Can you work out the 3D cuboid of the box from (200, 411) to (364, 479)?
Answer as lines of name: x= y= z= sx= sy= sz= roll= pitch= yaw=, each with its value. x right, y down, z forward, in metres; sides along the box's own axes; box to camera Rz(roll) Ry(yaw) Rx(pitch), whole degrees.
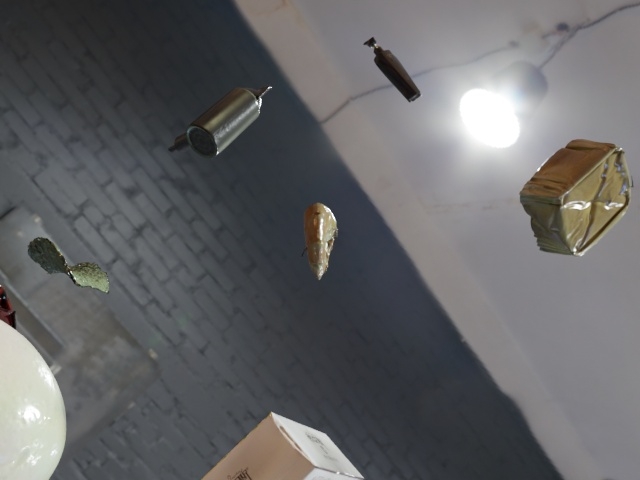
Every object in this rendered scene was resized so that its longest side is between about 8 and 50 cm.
box: x=-0.066 y=0.369 z=1.138 sx=0.111 sy=0.194 sz=0.260 roll=45 pitch=-2 yaw=25

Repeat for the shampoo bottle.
shampoo bottle: x=0.128 y=-0.306 z=1.392 sx=0.137 sy=0.048 sz=0.027 roll=55 pitch=-40 yaw=13

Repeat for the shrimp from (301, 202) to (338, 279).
shrimp: x=-0.002 y=0.000 z=1.212 sx=0.051 sy=0.115 sz=0.217 roll=7 pitch=2 yaw=3

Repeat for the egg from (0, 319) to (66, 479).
egg: x=-0.320 y=0.183 z=0.731 sx=0.271 sy=0.162 sz=0.206 roll=98 pitch=-24 yaw=-51

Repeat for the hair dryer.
hair dryer: x=-0.229 y=-0.231 z=1.588 sx=0.248 sy=0.195 sz=0.078 roll=-12 pitch=-61 yaw=48

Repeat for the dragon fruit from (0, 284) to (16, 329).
dragon fruit: x=-0.554 y=0.167 z=1.135 sx=0.234 sy=0.234 sz=0.293 roll=38 pitch=-50 yaw=20

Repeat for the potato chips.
potato chips: x=-0.460 y=0.051 z=1.447 sx=0.167 sy=0.059 sz=0.228 roll=22 pitch=-10 yaw=14

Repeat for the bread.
bread: x=0.499 y=-0.084 z=1.535 sx=0.110 sy=0.210 sz=0.192 roll=32 pitch=-21 yaw=51
